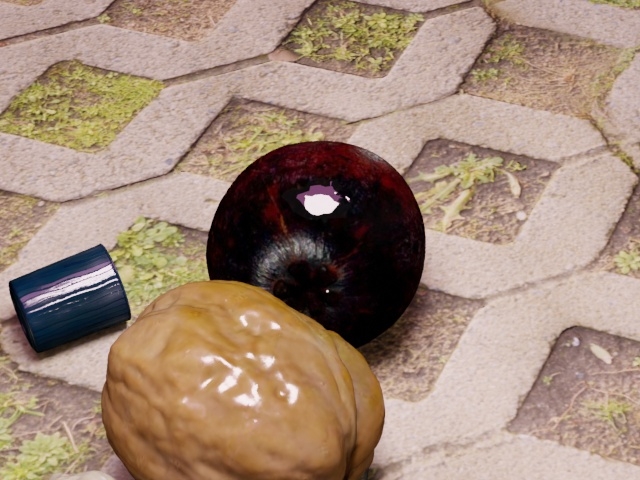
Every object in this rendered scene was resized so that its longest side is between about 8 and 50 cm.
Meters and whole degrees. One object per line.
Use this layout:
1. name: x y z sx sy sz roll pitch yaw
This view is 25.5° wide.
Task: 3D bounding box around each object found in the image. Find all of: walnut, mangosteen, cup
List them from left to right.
1. cup: -0.348 0.085 1.953 0.138 0.150 0.113 -21 81 -17
2. walnut: -0.104 0.197 1.684 0.344 0.306 0.306 22 49 22
3. mangosteen: 0.001 0.001 1.894 0.300 0.300 0.300 -1 44 1

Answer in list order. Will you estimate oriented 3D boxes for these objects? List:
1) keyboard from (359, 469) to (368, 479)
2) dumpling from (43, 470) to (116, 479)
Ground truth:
1. keyboard: 0.027 0.331 1.736 0.055 0.014 0.176 1 44 8
2. dumpling: -0.291 0.372 1.611 0.395 0.233 0.315 5 11 26
